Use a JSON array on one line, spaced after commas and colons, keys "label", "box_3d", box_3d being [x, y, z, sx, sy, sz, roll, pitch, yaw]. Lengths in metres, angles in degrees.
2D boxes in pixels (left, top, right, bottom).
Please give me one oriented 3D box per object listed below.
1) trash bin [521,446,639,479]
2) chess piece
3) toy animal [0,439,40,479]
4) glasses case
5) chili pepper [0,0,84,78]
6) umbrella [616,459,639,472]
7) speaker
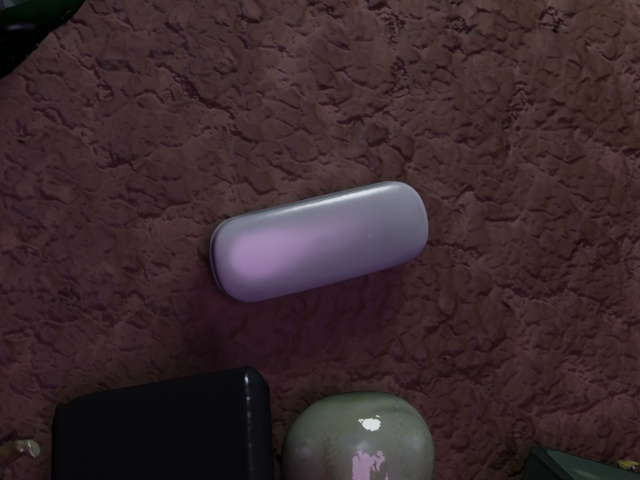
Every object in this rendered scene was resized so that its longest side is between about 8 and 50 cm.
[{"label": "trash bin", "box_3d": [0.250, 0.384, 1.147, 0.223, 0.158, 0.343, 17, 93, -10]}, {"label": "chess piece", "box_3d": [0.034, 0.293, 1.102, 0.182, 0.182, 0.330, -1, 87, -19]}, {"label": "toy animal", "box_3d": [-0.279, 0.150, 1.025, 0.069, 0.086, 0.219, -21, 95, -56]}, {"label": "glasses case", "box_3d": [0.000, 0.000, 1.126, 0.197, 0.049, 0.076, -15, 97, -18]}, {"label": "chili pepper", "box_3d": [-0.243, -0.228, 0.980, 0.174, 0.261, 0.165, 20, 127, -4]}, {"label": "umbrella", "box_3d": [0.289, 0.280, 1.242, 0.037, 0.040, 0.143, 2, 96, -1]}, {"label": "speaker", "box_3d": [-0.095, 0.313, 1.010, 0.180, 0.184, 0.388, -11, 63, 13]}]
